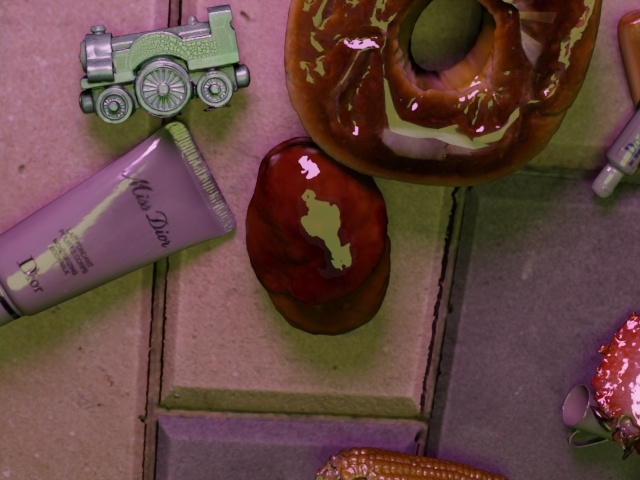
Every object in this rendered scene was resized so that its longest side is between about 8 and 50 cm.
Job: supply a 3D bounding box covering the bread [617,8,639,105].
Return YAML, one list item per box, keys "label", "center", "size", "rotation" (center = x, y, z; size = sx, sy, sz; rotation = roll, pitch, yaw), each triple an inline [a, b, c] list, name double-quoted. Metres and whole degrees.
- label: "bread"
  center: [0.357, -0.200, 1.158]
  size: [0.062, 0.049, 0.103]
  rotation: [-11, 116, 21]

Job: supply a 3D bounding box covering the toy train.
- label: "toy train"
  center: [-0.163, -0.177, 1.106]
  size: [0.178, 0.071, 0.105]
  rotation: [-10, 105, -3]

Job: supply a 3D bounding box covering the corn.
- label: "corn"
  center: [0.117, 0.307, 1.315]
  size: [0.261, 0.097, 0.097]
  rotation: [11, 110, -14]

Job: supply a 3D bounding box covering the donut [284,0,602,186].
- label: "donut"
  center: [0.125, -0.212, 1.085]
  size: [0.330, 0.160, 0.330]
  rotation: [2, 113, 6]

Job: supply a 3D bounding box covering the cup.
- label: "cup"
  center: [0.342, 0.224, 1.320]
  size: [0.083, 0.054, 0.075]
  rotation: [23, 80, -16]

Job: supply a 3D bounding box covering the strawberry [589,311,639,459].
- label: "strawberry"
  center: [0.432, 0.161, 1.283]
  size: [0.236, 0.175, 0.107]
  rotation: [-35, 151, 2]

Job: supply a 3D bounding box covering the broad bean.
- label: "broad bean"
  center: [-0.002, 0.001, 1.165]
  size: [0.156, 0.122, 0.229]
  rotation: [-8, 109, -5]

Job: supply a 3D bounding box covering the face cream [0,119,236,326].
- label: "face cream"
  center: [-0.258, -0.001, 1.168]
  size: [0.314, 0.089, 0.143]
  rotation: [-29, 113, -6]

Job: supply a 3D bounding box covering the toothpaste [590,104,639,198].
- label: "toothpaste"
  center: [0.385, -0.153, 1.188]
  size: [0.067, 0.037, 0.255]
  rotation: [30, 104, -22]
